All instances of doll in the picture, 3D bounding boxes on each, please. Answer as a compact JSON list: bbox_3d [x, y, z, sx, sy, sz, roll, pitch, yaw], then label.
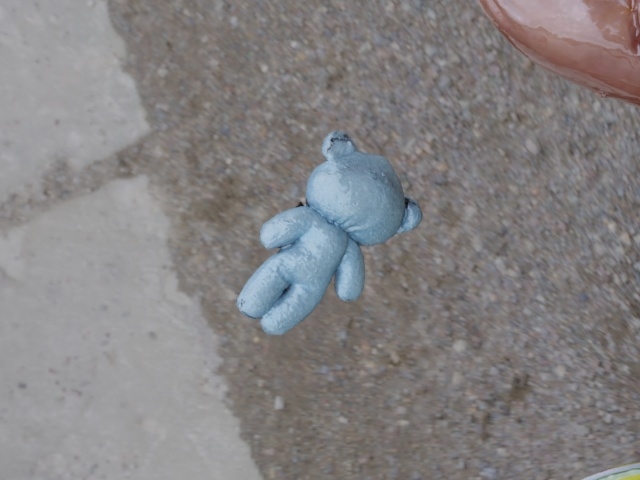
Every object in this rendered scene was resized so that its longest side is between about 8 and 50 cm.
[{"bbox_3d":[-0.001,-0.002,1.062,0.180,0.120,0.075,-47,29,0],"label":"doll"}]

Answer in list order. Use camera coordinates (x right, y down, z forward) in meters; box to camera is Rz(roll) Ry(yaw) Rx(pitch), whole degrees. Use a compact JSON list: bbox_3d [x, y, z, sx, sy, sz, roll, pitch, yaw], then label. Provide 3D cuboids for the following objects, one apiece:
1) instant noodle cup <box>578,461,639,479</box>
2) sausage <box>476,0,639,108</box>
[{"bbox_3d":[0.321,0.393,1.081,0.326,0.254,0.325,-1,115,-3],"label":"instant noodle cup"},{"bbox_3d":[0.254,-0.058,0.520,0.433,0.088,0.087,17,87,-10],"label":"sausage"}]
